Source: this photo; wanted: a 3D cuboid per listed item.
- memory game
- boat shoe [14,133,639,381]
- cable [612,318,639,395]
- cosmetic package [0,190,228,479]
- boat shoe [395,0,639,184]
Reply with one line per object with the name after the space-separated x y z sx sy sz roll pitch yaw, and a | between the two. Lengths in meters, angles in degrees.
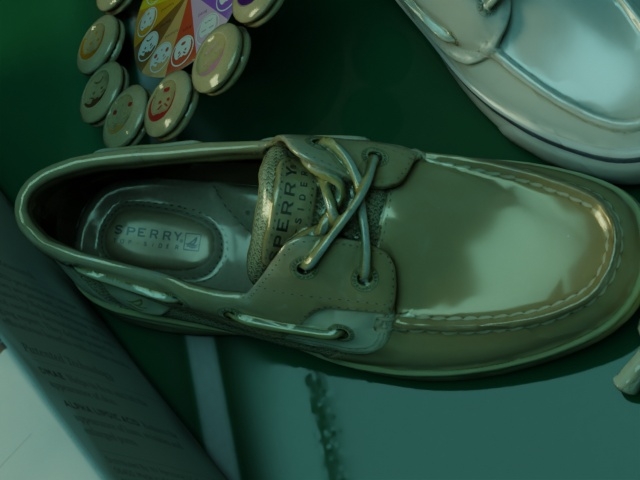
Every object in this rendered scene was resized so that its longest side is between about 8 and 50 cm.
-0.071 -0.131 0.753 0.186 0.012 0.186 -29 48 38 | memory game
0.000 0.000 0.686 0.302 0.098 0.109 4 75 22 | boat shoe
0.233 -0.035 0.607 0.287 0.072 0.139 -62 28 -1 | cable
-0.222 0.083 0.713 0.217 0.156 0.385 -47 65 4 | cosmetic package
0.082 -0.134 0.702 0.096 0.088 0.267 -40 64 5 | boat shoe
